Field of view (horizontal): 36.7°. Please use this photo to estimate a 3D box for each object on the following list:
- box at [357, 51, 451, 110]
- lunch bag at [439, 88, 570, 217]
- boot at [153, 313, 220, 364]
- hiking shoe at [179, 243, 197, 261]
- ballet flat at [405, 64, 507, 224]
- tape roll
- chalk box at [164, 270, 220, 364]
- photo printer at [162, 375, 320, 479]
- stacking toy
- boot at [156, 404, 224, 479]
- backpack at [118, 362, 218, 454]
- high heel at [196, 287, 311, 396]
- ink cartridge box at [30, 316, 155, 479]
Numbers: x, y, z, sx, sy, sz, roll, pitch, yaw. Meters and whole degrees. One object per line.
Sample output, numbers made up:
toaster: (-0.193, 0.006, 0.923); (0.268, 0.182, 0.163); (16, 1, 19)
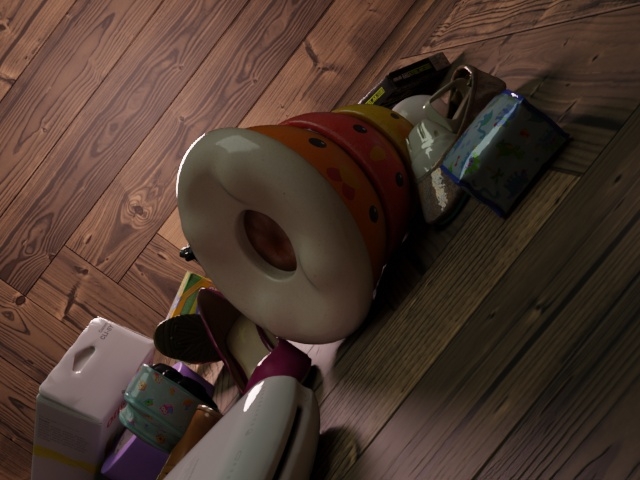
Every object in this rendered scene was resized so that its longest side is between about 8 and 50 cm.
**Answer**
box: (0.169, -0.328, 2.122); (0.190, 0.045, 0.184); (-28, -5, -37)
lunch bag: (0.212, -0.113, 1.171); (0.129, 0.096, 0.151); (-52, 19, 8)
boot: (-0.251, 0.213, 1.961); (0.269, 0.236, 0.089); (151, 118, -63)
hiking shoe: (-0.116, 0.045, 1.624); (0.113, 0.304, 0.132); (9, 66, 48)
ballet flat: (0.184, -0.150, 1.410); (0.107, 0.106, 0.316); (-42, 14, 46)
tape roll: (-0.337, 0.389, 2.005); (0.275, 0.090, 0.275); (-52, 9, 12)
chalk box: (-0.306, 0.198, 2.366); (0.132, 0.132, 0.213); (178, 114, -78)
photo printer: (-0.119, 0.315, 1.155); (0.307, 0.107, 0.256); (-47, 11, 30)
stacking toy: (0.049, -0.103, 1.482); (0.480, 0.351, 0.350); (-41, 1, -36)
boot: (-0.213, 0.359, 1.575); (0.152, 0.073, 0.197); (-57, -2, -32)
backpack: (-0.280, 0.302, 1.750); (0.144, 0.165, 0.188); (-54, -3, -17)
high heel: (-0.125, 0.169, 1.495); (0.127, 0.181, 0.377); (-53, 9, -3)
ink cartridge box: (-0.513, 0.411, 2.173); (0.279, 0.160, 0.385); (-63, -9, -51)
